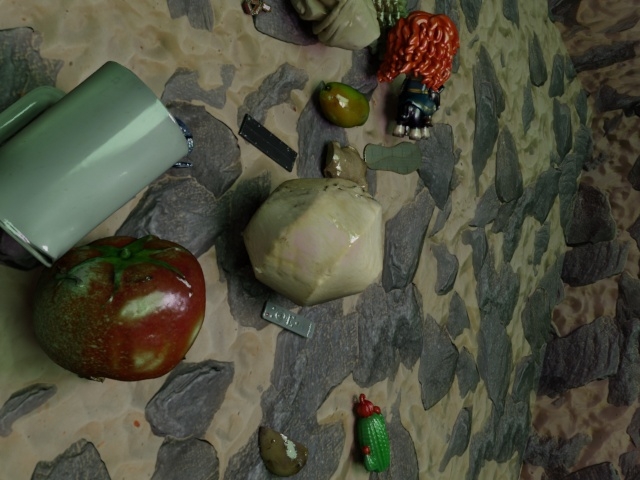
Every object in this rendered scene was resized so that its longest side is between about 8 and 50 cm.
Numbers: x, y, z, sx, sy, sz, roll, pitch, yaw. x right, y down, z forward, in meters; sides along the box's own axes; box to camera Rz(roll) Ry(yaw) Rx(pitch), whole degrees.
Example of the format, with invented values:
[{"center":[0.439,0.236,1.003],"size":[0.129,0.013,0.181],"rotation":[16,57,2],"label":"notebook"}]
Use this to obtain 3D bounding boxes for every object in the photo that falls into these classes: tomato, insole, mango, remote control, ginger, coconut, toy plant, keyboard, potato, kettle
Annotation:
[{"center":[-0.359,0.128,1.040],"size":[0.303,0.303,0.239],"rotation":[-17,119,-46],"label":"tomato"},{"center":[0.258,-0.287,1.939],"size":[0.348,0.009,0.119],"rotation":[-6,94,-47],"label":"insole"},{"center":[0.080,-0.395,1.681],"size":[0.233,0.111,0.125],"rotation":[21,87,-58],"label":"mango"},{"center":[-0.088,0.218,1.531],"size":[0.184,0.027,0.050],"rotation":[32,64,-37],"label":"remote control"},{"center":[0.091,-0.217,1.708],"size":[0.213,0.074,0.137],"rotation":[27,78,-39],"label":"ginger"},{"center":[0.000,0.000,1.386],"size":[0.353,0.353,0.352],"rotation":[3,86,-47],"label":"coconut"},{"center":[0.165,0.597,1.747],"size":[0.155,0.088,0.240],"rotation":[20,63,-58],"label":"toy plant"},{"center":[-0.136,-0.260,1.508],"size":[0.202,0.011,0.067],"rotation":[33,66,-41],"label":"keyboard"},{"center":[-0.092,0.562,1.462],"size":[0.172,0.089,0.100],"rotation":[48,58,-36],"label":"potato"},{"center":[-0.428,-0.150,0.952],"size":[0.318,0.205,0.265],"rotation":[-46,103,-15],"label":"kettle"}]

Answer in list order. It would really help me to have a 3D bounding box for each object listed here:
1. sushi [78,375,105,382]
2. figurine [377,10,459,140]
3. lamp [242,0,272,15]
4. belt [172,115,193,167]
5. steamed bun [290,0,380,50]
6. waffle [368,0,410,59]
[{"center":[-0.451,0.245,1.107],"size":[0.118,0.060,0.061],"rotation":[29,62,-44],"label":"sushi"},{"center":[0.327,-0.527,1.846],"size":[0.306,0.241,0.411],"rotation":[-40,137,-30],"label":"figurine"},{"center":[-0.169,-0.618,1.475],"size":[0.083,0.031,0.063],"rotation":[-43,117,-36],"label":"lamp"},{"center":[-0.369,-0.212,1.164],"size":[0.218,0.128,0.122],"rotation":[-4,96,-46],"label":"belt"},{"center":[0.031,-0.678,1.574],"size":[0.289,0.203,0.276],"rotation":[61,24,-29],"label":"steamed bun"},{"center":[0.195,-0.764,1.855],"size":[0.292,0.056,0.309],"rotation":[39,63,-40],"label":"waffle"}]
